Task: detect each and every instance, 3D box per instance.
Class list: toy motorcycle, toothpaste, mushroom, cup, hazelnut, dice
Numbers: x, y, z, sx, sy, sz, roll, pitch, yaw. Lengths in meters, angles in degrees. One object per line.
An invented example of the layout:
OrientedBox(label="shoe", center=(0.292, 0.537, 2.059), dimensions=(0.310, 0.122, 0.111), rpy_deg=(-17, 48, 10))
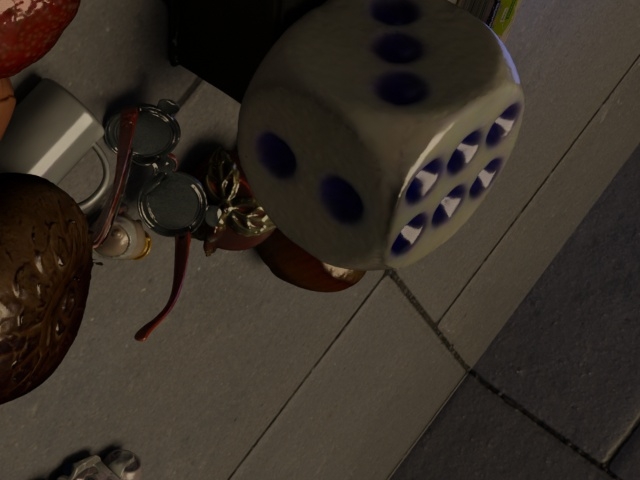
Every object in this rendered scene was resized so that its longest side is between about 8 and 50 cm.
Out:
OrientedBox(label="toy motorcycle", center=(-0.388, 0.425, 1.888), dimensions=(0.254, 0.112, 0.112), rpy_deg=(-17, 136, -53))
OrientedBox(label="toothpaste", center=(0.281, -0.346, 2.139), dimensions=(0.110, 0.077, 0.327), rpy_deg=(-26, 142, -49))
OrientedBox(label="mushroom", center=(-0.342, 0.064, 1.208), dimensions=(0.278, 0.163, 0.297), rpy_deg=(-61, 178, 15))
OrientedBox(label="cup", center=(-0.325, -0.103, 1.349), dimensions=(0.133, 0.099, 0.136), rpy_deg=(-50, 122, -12))
OrientedBox(label="hazelnut", center=(0.002, 0.010, 1.958), dimensions=(0.210, 0.186, 0.210), rpy_deg=(-38, 151, -26))
OrientedBox(label="dice", center=(0.073, -0.135, 1.364), dimensions=(0.259, 0.251, 0.243), rpy_deg=(-34, 147, -34))

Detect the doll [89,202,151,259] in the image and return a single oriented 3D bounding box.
OrientedBox(label="doll", center=(-0.287, -0.014, 1.591), dimensions=(0.127, 0.073, 0.084), rpy_deg=(28, 63, -68))

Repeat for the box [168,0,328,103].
OrientedBox(label="box", center=(-0.038, -0.364, 1.423), dimensions=(0.251, 0.204, 0.345), rpy_deg=(-36, 149, -33))

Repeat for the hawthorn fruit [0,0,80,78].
OrientedBox(label="hawthorn fruit", center=(-0.352, -0.247, 1.052), dimensions=(0.253, 0.205, 0.205), rpy_deg=(-13, 133, -45))

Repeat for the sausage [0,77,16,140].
OrientedBox(label="sausage", center=(-0.429, -0.065, 1.212), dimensions=(0.121, 0.121, 0.304), rpy_deg=(6, 116, -61))

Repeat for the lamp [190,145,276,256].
OrientedBox(label="lamp", center=(-0.124, -0.083, 1.710), dimensions=(0.215, 0.151, 0.223), rpy_deg=(-57, -162, 17))

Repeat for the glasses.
OrientedBox(label="glasses", center=(-0.210, -0.024, 1.463), dimensions=(0.118, 0.268, 0.234), rpy_deg=(-12, 131, 5))
